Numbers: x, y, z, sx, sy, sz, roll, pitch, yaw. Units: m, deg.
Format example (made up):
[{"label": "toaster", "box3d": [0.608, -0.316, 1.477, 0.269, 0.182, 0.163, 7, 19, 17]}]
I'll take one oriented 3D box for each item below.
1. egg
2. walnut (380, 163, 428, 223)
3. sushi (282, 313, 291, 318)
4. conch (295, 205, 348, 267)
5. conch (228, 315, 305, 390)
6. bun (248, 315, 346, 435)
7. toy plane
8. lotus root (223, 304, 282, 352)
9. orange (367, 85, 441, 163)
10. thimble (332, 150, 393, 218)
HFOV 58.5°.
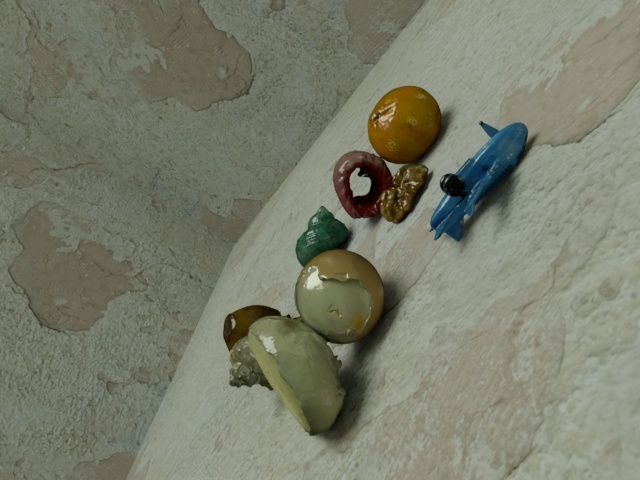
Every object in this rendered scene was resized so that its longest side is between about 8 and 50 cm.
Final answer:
[{"label": "egg", "box3d": [0.044, 0.118, 1.275, 0.201, 0.201, 0.244, -53, 3, 20]}, {"label": "walnut", "box3d": [0.211, -0.129, 1.492, 0.170, 0.069, 0.143, -61, 15, 0]}, {"label": "sushi", "box3d": [-0.123, 0.274, 1.871, 0.083, 0.044, 0.046, -46, -3, 36]}, {"label": "conch", "box3d": [-0.001, -0.004, 1.814, 0.202, 0.134, 0.196, -63, 16, -14]}, {"label": "conch", "box3d": [-0.133, 0.325, 1.554, 0.291, 0.159, 0.210, -21, -23, -37]}, {"label": "bun", "box3d": [-0.039, 0.267, 1.203, 0.146, 0.287, 0.287, -31, 6, -18]}, {"label": "toy plane", "box3d": [0.298, -0.118, 1.110, 0.271, 0.105, 0.254, -60, -1, 11]}, {"label": "lotus root", "box3d": [-0.226, 0.299, 1.786, 0.199, 0.179, 0.188, -57, 36, 16]}, {"label": "orange", "box3d": [0.232, -0.325, 1.603, 0.219, 0.193, 0.219, -34, 35, 28]}, {"label": "thimble", "box3d": [0.122, -0.165, 1.645, 0.163, 0.190, 0.125, -14, 16, -4]}]
